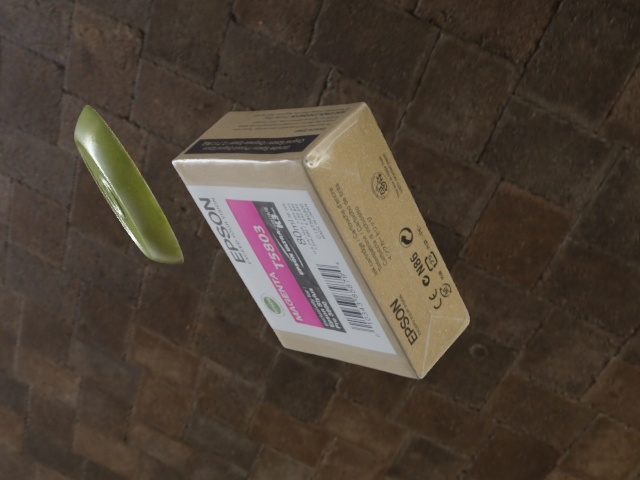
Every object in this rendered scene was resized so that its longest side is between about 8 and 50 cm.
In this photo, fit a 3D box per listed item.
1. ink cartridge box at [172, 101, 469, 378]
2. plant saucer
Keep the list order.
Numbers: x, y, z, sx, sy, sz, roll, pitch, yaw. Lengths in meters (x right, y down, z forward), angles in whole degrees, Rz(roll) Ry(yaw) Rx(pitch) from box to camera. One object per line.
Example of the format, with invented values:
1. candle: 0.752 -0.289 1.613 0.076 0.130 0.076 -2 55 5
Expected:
1. ink cartridge box: 0.000 0.000 0.790 0.193 0.088 0.234 4 131 49
2. plant saucer: -0.259 -0.064 1.162 0.241 0.037 0.241 52 164 22
